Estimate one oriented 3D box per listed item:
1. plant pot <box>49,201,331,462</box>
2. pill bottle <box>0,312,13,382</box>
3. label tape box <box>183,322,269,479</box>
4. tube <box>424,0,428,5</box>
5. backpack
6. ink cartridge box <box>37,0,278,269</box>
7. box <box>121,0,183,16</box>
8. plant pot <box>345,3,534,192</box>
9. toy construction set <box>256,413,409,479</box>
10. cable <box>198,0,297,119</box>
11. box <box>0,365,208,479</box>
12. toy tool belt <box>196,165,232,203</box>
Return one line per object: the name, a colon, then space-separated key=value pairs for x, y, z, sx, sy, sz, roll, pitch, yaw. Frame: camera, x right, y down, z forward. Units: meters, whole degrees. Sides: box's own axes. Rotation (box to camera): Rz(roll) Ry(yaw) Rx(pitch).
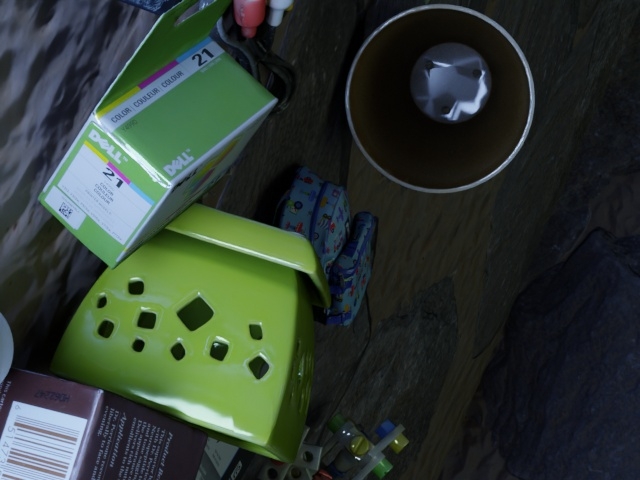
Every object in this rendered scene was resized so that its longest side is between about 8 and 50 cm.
plant pot: x=-0.109 y=0.085 z=1.423 sx=0.227 sy=0.228 sz=0.207 roll=67 pitch=40 yaw=-76
pill bottle: x=-0.313 y=0.086 z=1.075 sx=0.180 sy=0.108 sz=0.108 roll=3 pitch=109 yaw=-69
label tape box: x=-0.127 y=0.175 z=1.677 sx=0.333 sy=0.106 sz=0.240 roll=-59 pitch=160 yaw=-21
tube: x=0.142 y=-0.386 z=1.837 sx=0.070 sy=0.062 sz=0.240 roll=-26 pitch=165 yaw=4
backpack: x=0.000 y=0.000 z=1.785 sx=0.158 sy=0.117 sz=0.173 roll=-63 pitch=159 yaw=-55
ink cartridge box: x=-0.114 y=-0.117 z=1.247 sx=0.255 sy=0.097 sz=0.189 roll=-48 pitch=178 yaw=42
box: x=-0.155 y=-0.271 z=1.119 sx=0.156 sy=0.093 sz=0.158 roll=-69 pitch=162 yaw=5
plant pot: x=0.165 y=-0.199 z=1.904 sx=0.254 sy=0.237 sz=0.237 roll=-55 pitch=164 yaw=-77
toy construction set: x=-0.004 y=0.352 z=2.135 sx=0.215 sy=0.151 sz=0.328 roll=-46 pitch=157 yaw=14
cable: x=-0.058 y=-0.203 z=1.483 sx=0.139 sy=0.072 sz=0.287 roll=-49 pitch=155 yaw=-29
box: x=-0.234 y=0.214 z=1.262 sx=0.203 sy=0.167 sz=0.168 roll=41 pitch=61 yaw=-61
toy tool belt: x=-0.131 y=-0.062 z=1.478 sx=0.083 sy=0.051 sz=0.052 roll=-48 pitch=153 yaw=-43
